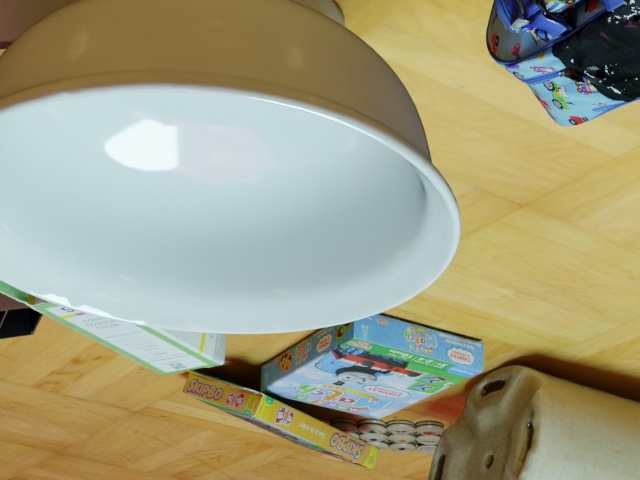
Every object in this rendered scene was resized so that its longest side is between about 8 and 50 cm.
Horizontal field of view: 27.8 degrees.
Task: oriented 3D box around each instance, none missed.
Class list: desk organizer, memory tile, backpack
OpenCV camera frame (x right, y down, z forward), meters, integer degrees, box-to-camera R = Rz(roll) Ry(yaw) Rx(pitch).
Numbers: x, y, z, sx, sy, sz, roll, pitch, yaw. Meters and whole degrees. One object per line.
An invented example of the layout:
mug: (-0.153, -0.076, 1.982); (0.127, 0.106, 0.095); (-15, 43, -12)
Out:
desk organizer: (-0.330, 0.074, 1.255); (0.130, 0.050, 0.047); (-6, 179, -37)
memory tile: (0.087, 0.255, 1.684); (0.148, 0.012, 0.113); (1, 154, 5)
backpack: (0.150, -0.148, 0.690); (0.117, 0.158, 0.173); (23, 161, -19)

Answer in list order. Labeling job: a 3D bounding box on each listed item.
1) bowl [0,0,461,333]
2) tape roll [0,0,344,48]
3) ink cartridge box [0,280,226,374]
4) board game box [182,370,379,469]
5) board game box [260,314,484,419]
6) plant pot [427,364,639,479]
bowl: (-0.068, -0.061, 0.747); (0.298, 0.134, 0.298); (2, 154, 1)
tape roll: (-0.175, -0.107, 0.899); (0.392, 0.072, 0.392); (4, 154, 2)
ink cartridge box: (-0.148, 0.012, 0.934); (0.062, 0.109, 0.209); (-13, 150, 30)
board game box: (-0.050, 0.212, 1.544); (0.124, 0.039, 0.259); (11, 162, 42)
board game box: (0.052, 0.140, 1.417); (0.160, 0.039, 0.211); (16, 153, -24)
plant pot: (0.298, 0.297, 1.440); (0.305, 0.334, 0.334); (25, 149, -18)
